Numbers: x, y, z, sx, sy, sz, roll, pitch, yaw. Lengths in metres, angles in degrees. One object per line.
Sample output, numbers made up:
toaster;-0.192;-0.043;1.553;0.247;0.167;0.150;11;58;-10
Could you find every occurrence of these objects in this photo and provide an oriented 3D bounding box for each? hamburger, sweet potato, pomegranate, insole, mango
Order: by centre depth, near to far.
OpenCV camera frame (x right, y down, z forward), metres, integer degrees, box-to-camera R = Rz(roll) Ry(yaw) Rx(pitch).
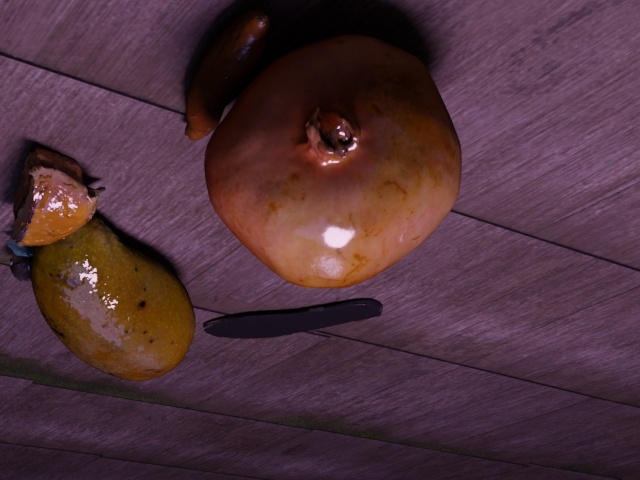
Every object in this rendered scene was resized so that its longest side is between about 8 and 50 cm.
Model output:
pomegranate;0.014;-0.079;1.038;0.252;0.229;0.270;-27;168;-8
sweet potato;-0.104;-0.164;1.090;0.057;0.057;0.264;10;157;-22
hamburger;-0.320;-0.040;1.301;0.102;0.087;0.176;12;149;-19
mango;-0.296;0.090;1.498;0.175;0.177;0.329;33;172;34
insole;-0.047;0.131;1.760;0.309;0.012;0.110;-11;152;20

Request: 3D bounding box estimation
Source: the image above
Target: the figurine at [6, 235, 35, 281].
figurine;-0.402;0.017;1.476;0.060;0.047;0.106;-16;151;-21
